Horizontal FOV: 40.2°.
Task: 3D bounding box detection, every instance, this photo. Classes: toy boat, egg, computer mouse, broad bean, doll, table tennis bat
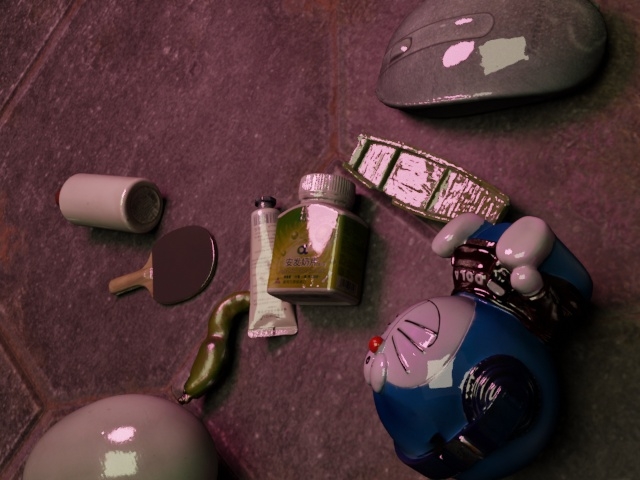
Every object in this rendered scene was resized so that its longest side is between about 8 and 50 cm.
[{"bbox_3d":[0.157,-0.079,1.272,0.293,0.055,0.093,28,90,40],"label":"toy boat"},{"bbox_3d":[-0.315,0.355,1.339,0.371,0.230,0.230,-17,63,37],"label":"egg"},{"bbox_3d":[0.221,-0.281,1.264,0.374,0.114,0.203,0,74,37],"label":"computer mouse"},{"bbox_3d":[-0.168,0.174,1.418,0.070,0.048,0.214,26,86,39],"label":"broad bean"},{"bbox_3d":[0.190,0.141,1.057,0.310,0.240,0.284,-55,9,-11],"label":"doll"},{"bbox_3d":[-0.284,0.055,1.567,0.246,0.022,0.138,-19,62,28],"label":"table tennis bat"}]

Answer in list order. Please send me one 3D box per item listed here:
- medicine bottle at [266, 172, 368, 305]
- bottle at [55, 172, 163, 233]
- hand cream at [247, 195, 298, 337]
[{"bbox_3d":[0.000,0.000,1.335,0.132,0.088,0.189,-3,71,35],"label":"medicine bottle"},{"bbox_3d":[-0.416,-0.074,1.660,0.245,0.104,0.104,6,76,37],"label":"bottle"},{"bbox_3d":[-0.082,0.041,1.407,0.080,0.050,0.234,-7,69,8],"label":"hand cream"}]
